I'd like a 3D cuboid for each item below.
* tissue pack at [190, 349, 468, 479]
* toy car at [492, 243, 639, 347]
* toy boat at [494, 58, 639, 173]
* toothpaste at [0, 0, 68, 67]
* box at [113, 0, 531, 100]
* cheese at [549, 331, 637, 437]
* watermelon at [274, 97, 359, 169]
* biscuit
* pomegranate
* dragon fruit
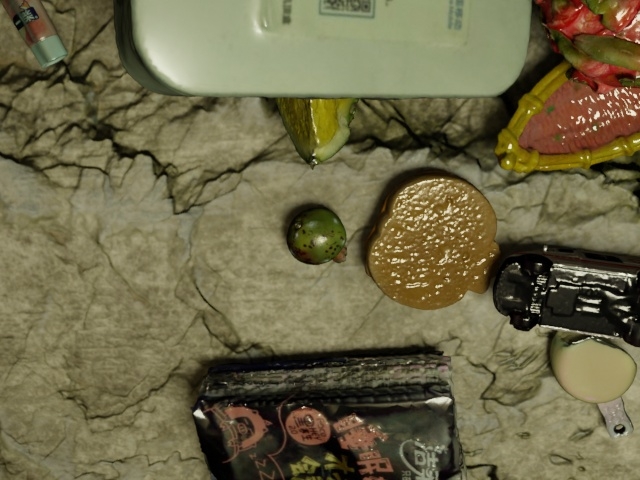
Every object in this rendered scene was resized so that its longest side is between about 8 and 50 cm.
[{"bbox_3d":[0.019,0.270,0.984,0.332,0.123,0.245,-4,116,9],"label":"tissue pack"},{"bbox_3d":[0.305,0.055,0.888,0.209,0.108,0.089,7,113,6],"label":"toy car"},{"bbox_3d":[0.330,-0.160,0.808,0.318,0.099,0.141,-26,110,10],"label":"toy boat"},{"bbox_3d":[-0.347,-0.291,0.842,0.056,0.036,0.205,-25,103,15],"label":"toothpaste"},{"bbox_3d":[0.020,-0.322,0.662,0.396,0.111,0.396,-4,104,-27],"label":"box"},{"bbox_3d":[0.356,0.173,0.956,0.092,0.047,0.171,-41,102,20],"label":"cheese"},{"bbox_3d":[-0.024,-0.229,0.789,0.123,0.129,0.301,-7,105,12],"label":"watermelon"},{"bbox_3d":[0.138,0.002,0.910,0.170,0.050,0.170,-2,112,-4],"label":"biscuit"},{"bbox_3d":[-0.004,0.002,0.912,0.073,0.073,0.084,-7,134,7],"label":"pomegranate"},{"bbox_3d":[0.298,-0.210,0.713,0.172,0.166,0.160,53,144,8],"label":"dragon fruit"}]
